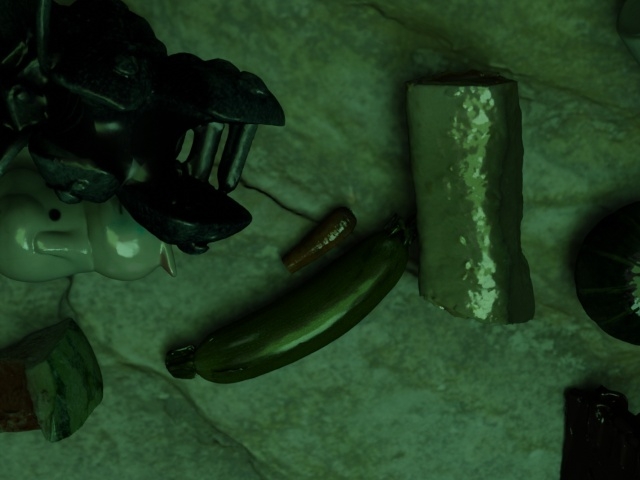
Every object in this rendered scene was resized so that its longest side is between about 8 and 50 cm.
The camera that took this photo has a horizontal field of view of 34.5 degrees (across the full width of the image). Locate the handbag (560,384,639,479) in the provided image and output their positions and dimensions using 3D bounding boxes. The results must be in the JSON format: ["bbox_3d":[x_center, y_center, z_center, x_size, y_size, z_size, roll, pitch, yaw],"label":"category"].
[{"bbox_3d":[0.366,0.297,1.215,0.073,0.203,0.216,-8,112,-21],"label":"handbag"}]

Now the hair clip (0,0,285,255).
[{"bbox_3d":[-0.181,-0.117,0.852,0.206,0.310,0.195,5,108,-38],"label":"hair clip"}]

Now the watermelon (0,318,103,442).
[{"bbox_3d":[-0.294,0.143,1.068,0.158,0.121,0.098,-11,100,36],"label":"watermelon"}]

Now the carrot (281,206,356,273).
[{"bbox_3d":[0.000,0.000,1.101,0.093,0.032,0.032,-39,114,4],"label":"carrot"}]

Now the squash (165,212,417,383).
[{"bbox_3d":[-0.016,0.079,1.103,0.318,0.080,0.071,-31,150,-2],"label":"squash"}]

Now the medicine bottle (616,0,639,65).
[{"bbox_3d":[0.470,-0.157,1.082,0.190,0.190,0.332,-43,115,3],"label":"medicine bottle"}]

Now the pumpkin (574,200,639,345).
[{"bbox_3d":[0.371,0.040,1.163,0.167,0.125,0.167,1,85,-16],"label":"pumpkin"}]

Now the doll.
[{"bbox_3d":[-0.230,-0.013,0.989,0.180,0.110,0.107,-2,130,-11],"label":"doll"}]

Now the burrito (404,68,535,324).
[{"bbox_3d":[0.163,-0.031,1.082,0.143,0.105,0.299,-30,120,-45],"label":"burrito"}]
